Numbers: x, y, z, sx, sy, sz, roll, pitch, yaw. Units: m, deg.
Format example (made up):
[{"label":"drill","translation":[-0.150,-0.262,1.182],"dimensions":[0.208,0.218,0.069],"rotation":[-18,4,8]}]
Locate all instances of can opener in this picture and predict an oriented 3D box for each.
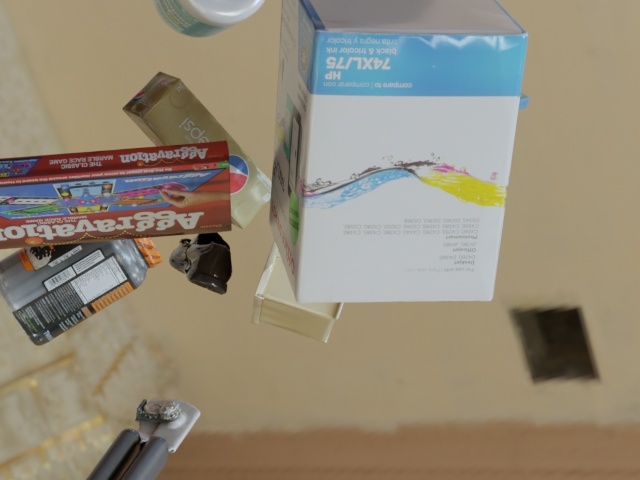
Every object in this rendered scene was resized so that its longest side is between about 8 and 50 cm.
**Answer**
[{"label":"can opener","translation":[-0.228,0.283,2.033],"dimensions":[0.074,0.093,0.280],"rotation":[12,-156,12]}]

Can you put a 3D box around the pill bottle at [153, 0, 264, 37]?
[{"label":"pill bottle","translation":[-0.173,-0.386,2.446],"dimensions":[0.146,0.146,0.264],"rotation":[-26,-173,-15]}]

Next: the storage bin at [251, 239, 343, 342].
[{"label":"storage bin","translation":[0.000,0.000,2.351],"dimensions":[0.123,0.260,0.262],"rotation":[19,168,1]}]

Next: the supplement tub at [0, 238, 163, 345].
[{"label":"supplement tub","translation":[-0.297,0.035,1.976],"dimensions":[0.190,0.117,0.117],"rotation":[-31,-152,-7]}]

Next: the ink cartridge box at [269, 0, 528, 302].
[{"label":"ink cartridge box","translation":[0.065,-0.100,1.541],"dimensions":[0.197,0.270,0.198],"rotation":[-1,-156,-10]}]

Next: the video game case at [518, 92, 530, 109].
[{"label":"video game case","translation":[0.134,-0.181,1.761],"dimensions":[0.166,0.015,0.119],"rotation":[31,-153,23]}]

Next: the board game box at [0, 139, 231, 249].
[{"label":"board game box","translation":[-0.227,-0.040,1.555],"dimensions":[0.281,0.145,0.027],"rotation":[-5,-115,-4]}]

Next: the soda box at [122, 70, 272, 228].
[{"label":"soda box","translation":[-0.129,-0.098,1.746],"dimensions":[0.061,0.181,0.058],"rotation":[-47,-149,-10]}]

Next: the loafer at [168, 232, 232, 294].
[{"label":"loafer","translation":[-0.166,0.024,2.402],"dimensions":[0.078,0.080,0.220],"rotation":[-65,-160,2]}]
